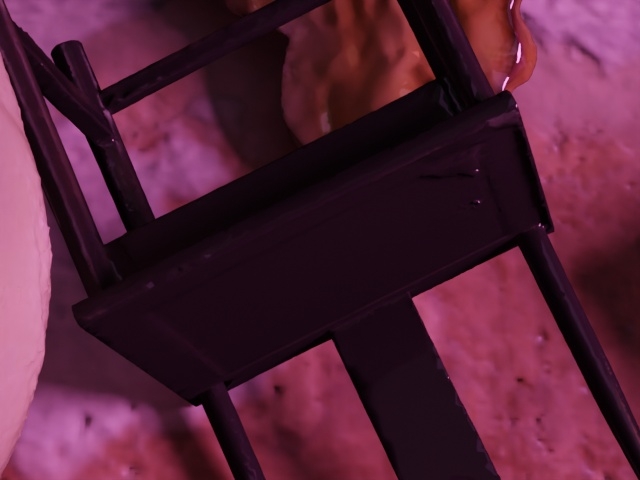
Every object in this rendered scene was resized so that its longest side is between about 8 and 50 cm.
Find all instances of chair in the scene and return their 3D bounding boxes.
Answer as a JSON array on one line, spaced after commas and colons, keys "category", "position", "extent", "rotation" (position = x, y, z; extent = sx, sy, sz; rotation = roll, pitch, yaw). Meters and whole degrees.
[{"category": "chair", "position": [0.000, 0.000, 0.604], "extent": [0.154, 0.141, 0.260], "rotation": [-27, 71, 4]}]

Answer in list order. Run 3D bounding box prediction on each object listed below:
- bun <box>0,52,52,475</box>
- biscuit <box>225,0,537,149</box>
[{"category": "bun", "position": [-0.202, 0.000, 0.565], "extent": [0.287, 0.146, 0.287], "rotation": [-1, 85, 14]}, {"category": "biscuit", "position": [0.021, -0.094, 0.722], "extent": [0.118, 0.061, 0.183], "rotation": [-36, 71, 7]}]
